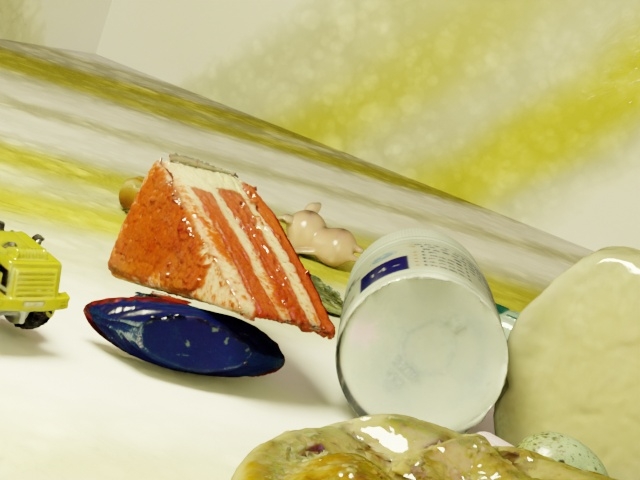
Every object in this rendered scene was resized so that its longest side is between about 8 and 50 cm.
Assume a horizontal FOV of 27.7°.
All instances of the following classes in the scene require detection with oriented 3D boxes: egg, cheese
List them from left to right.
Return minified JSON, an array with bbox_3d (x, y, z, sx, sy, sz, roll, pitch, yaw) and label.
[{"bbox_3d":[0.248,0.243,1.340,0.110,0.085,0.085,21,10,-7],"label":"egg"},{"bbox_3d":[0.347,0.167,1.435,0.115,0.326,0.318,13,49,-60],"label":"cheese"}]

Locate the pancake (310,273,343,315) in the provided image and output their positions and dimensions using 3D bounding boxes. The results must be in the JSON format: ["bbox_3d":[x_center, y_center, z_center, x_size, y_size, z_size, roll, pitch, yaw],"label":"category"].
[{"bbox_3d":[-0.012,0.070,1.890,0.116,0.022,0.129,19,13,-44],"label":"pancake"}]

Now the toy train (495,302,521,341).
[{"bbox_3d":[0.373,0.190,1.831,0.407,0.088,0.086,24,11,20],"label":"toy train"}]

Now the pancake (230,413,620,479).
[{"bbox_3d":[0.105,0.229,1.050,0.387,0.082,0.387,8,15,-2],"label":"pancake"}]

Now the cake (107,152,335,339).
[{"bbox_3d":[-0.123,0.052,1.459,0.158,0.159,0.262,18,30,-42],"label":"cake"}]

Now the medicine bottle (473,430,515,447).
[{"bbox_3d":[0.213,0.253,1.231,0.083,0.083,0.203,9,17,-44],"label":"medicine bottle"}]

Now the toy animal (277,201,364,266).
[{"bbox_3d":[0.003,-0.006,2.185,0.150,0.089,0.083,31,9,11],"label":"toy animal"}]

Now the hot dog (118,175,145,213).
[{"bbox_3d":[-0.204,-0.039,2.025,0.269,0.072,0.109,23,13,29],"label":"hot dog"}]

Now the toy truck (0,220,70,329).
[{"bbox_3d":[-0.375,0.014,1.344,0.286,0.111,0.136,25,13,39],"label":"toy truck"}]

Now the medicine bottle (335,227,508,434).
[{"bbox_3d":[0.117,0.100,1.549,0.190,0.190,0.332,19,10,0],"label":"medicine bottle"}]

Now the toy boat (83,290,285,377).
[{"bbox_3d":[-0.142,0.104,1.478,0.219,0.072,0.318,18,1,6],"label":"toy boat"}]
